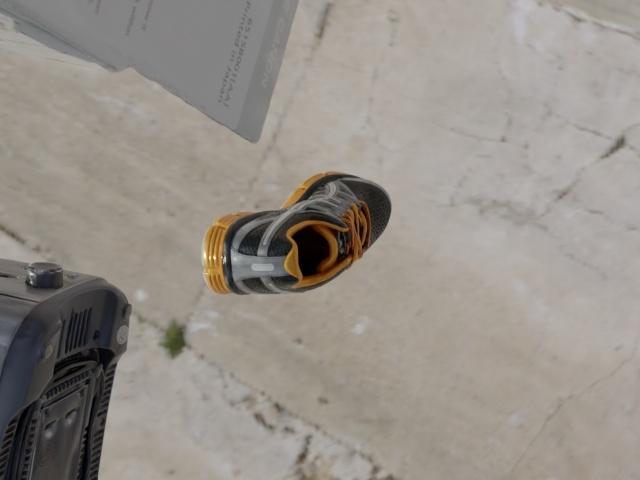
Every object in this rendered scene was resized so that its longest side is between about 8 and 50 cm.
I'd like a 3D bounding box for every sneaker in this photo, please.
[{"bbox_3d":[0.000,0.000,1.216,0.083,0.215,0.084,4,109,37],"label":"sneaker"}]

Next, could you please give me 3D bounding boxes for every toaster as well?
[{"bbox_3d":[-0.203,0.109,0.844,0.146,0.129,0.227,16,107,18],"label":"toaster"}]

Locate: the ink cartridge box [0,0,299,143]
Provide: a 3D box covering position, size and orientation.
[{"bbox_3d":[-0.051,-0.190,0.499,0.060,0.239,0.275,14,86,19],"label":"ink cartridge box"}]
